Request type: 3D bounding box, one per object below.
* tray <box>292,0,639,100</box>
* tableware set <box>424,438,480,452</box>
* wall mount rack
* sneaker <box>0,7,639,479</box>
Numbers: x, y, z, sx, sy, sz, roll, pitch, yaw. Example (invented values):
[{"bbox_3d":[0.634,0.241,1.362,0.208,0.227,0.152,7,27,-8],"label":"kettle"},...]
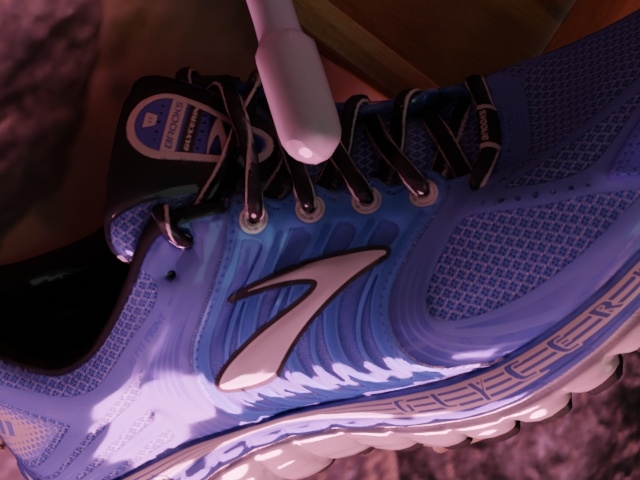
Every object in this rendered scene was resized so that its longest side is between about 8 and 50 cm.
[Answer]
[{"bbox_3d":[0.003,-0.191,0.712,0.411,0.076,0.203,33,90,-39],"label":"tray"},{"bbox_3d":[0.046,0.023,0.818,0.169,0.020,0.141,28,121,-31],"label":"tableware set"},{"bbox_3d":[-0.067,-0.191,0.482,0.350,0.130,0.304,9,97,-51],"label":"wall mount rack"},{"bbox_3d":[0.000,0.000,0.698,0.330,0.130,0.147,-29,118,21],"label":"sneaker"}]
